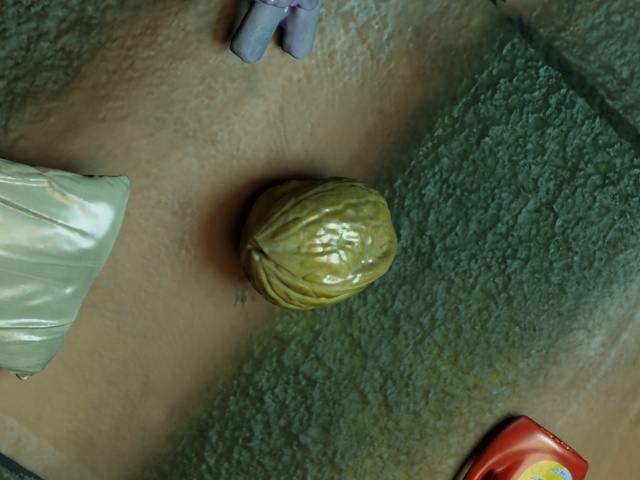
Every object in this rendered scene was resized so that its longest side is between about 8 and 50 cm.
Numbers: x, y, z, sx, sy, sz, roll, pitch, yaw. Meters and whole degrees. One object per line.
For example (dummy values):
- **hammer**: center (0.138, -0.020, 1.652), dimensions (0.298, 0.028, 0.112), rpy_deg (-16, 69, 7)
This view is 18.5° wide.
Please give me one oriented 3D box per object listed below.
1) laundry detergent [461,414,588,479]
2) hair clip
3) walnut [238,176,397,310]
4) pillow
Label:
- **laundry detergent**: center (0.146, 0.229, 1.642), dimensions (0.097, 0.049, 0.165), rpy_deg (36, 93, -26)
- **hair clip**: center (-0.001, -0.247, 1.338), dimensions (0.137, 0.090, 0.278), rpy_deg (-12, 118, -45)
- **walnut**: center (0.000, 0.000, 1.446), dimensions (0.124, 0.105, 0.105), rpy_deg (-17, 118, -37)
- **pillow**: center (-0.273, 0.016, 1.329), dimensions (0.270, 0.067, 0.173), rpy_deg (9, 111, -29)
